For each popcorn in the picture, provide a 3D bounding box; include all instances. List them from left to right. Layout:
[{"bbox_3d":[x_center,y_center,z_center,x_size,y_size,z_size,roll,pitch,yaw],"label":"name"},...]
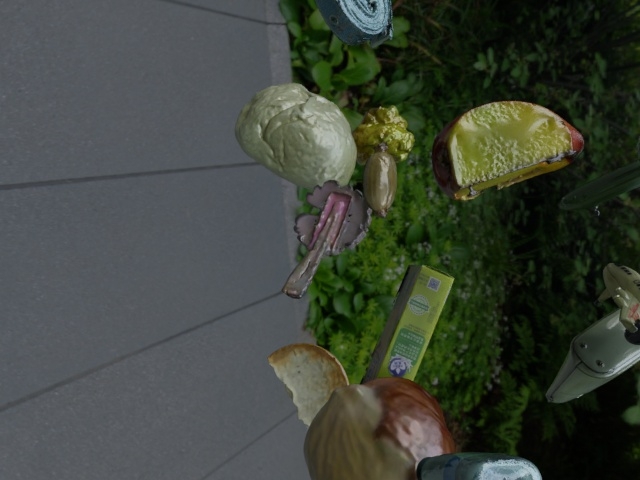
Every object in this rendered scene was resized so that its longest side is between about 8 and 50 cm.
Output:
[{"bbox_3d":[0.177,-0.301,1.525,0.197,0.197,0.156,19,52,-53],"label":"popcorn"}]

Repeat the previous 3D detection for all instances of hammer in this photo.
[{"bbox_3d":[0.596,-0.120,0.956,0.206,0.335,0.119,10,67,-23],"label":"hammer"}]

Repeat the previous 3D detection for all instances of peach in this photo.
[{"bbox_3d":[0.330,-0.175,0.930,0.159,0.267,0.154,95,-25,-85],"label":"peach"}]

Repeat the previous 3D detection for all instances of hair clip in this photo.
[{"bbox_3d":[0.000,0.006,1.092,0.301,0.172,0.069,-63,157,-27],"label":"hair clip"}]

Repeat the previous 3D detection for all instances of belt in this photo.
[{"bbox_3d":[0.059,-0.464,0.975,0.147,0.082,0.163,-5,90,-31],"label":"belt"}]

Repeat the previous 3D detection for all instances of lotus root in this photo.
[{"bbox_3d":[0.111,-0.117,0.964,0.073,0.062,0.151,4,87,-54],"label":"lotus root"}]

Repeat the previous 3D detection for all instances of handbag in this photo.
[{"bbox_3d":[0.639,0.285,1.190,0.241,0.109,0.315,-28,149,-8],"label":"handbag"}]

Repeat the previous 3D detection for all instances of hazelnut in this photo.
[{"bbox_3d":[0.096,0.343,0.846,0.241,0.261,0.261,55,48,-20],"label":"hazelnut"}]

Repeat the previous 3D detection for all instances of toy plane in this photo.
[{"bbox_3d":[0.622,0.142,0.969,0.241,0.256,0.104,13,117,-26],"label":"toy plane"}]

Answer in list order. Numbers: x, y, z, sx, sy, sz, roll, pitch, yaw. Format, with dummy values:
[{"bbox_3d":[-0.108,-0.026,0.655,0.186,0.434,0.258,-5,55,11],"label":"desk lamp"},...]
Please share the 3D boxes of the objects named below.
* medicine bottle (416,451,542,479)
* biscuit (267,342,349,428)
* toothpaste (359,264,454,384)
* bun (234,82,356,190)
[{"bbox_3d":[0.172,0.284,0.611,0.208,0.090,0.054,116,-27,-65],"label":"medicine bottle"},{"bbox_3d":[-0.015,0.452,1.604,0.309,0.204,0.040,57,2,13],"label":"biscuit"},{"bbox_3d":[0.170,0.207,1.050,0.110,0.077,0.328,139,-25,-82],"label":"toothpaste"},{"bbox_3d":[-0.046,-0.289,1.387,0.348,0.352,0.228,21,109,-30],"label":"bun"}]
